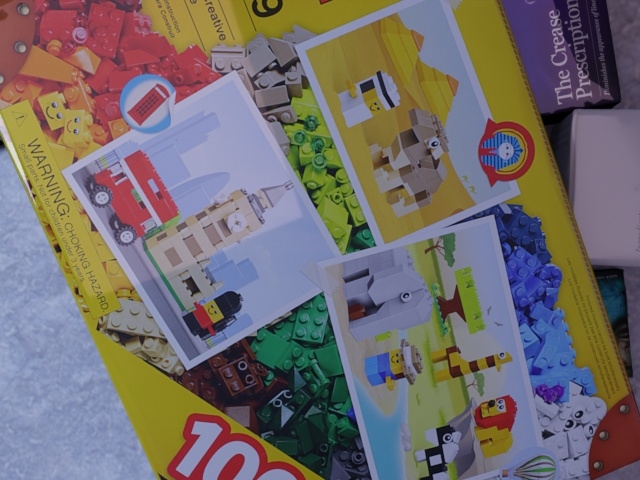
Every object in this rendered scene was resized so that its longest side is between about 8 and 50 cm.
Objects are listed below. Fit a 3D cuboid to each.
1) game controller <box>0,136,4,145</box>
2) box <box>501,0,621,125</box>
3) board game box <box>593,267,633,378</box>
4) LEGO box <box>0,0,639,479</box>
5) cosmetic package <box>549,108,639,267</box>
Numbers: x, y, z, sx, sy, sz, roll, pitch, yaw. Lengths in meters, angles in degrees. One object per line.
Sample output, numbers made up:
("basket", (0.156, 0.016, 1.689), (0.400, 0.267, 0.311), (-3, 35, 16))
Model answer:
("game controller", (-0.464, -0.211, 0.887), (0.319, 0.067, 0.167), (-21, 88, 13))
("box", (0.207, -0.255, 0.717), (0.184, 0.103, 0.261), (-10, 90, 16))
("board game box", (0.254, 0.103, 0.743), (0.186, 0.026, 0.126), (-6, 91, 3))
("LEGO box", (0.000, 0.000, 0.564), (0.372, 0.193, 0.500), (-22, 98, -2))
("cosmetic package", (0.338, -0.051, 0.668), (0.183, 0.151, 0.152), (3, 93, 11))
